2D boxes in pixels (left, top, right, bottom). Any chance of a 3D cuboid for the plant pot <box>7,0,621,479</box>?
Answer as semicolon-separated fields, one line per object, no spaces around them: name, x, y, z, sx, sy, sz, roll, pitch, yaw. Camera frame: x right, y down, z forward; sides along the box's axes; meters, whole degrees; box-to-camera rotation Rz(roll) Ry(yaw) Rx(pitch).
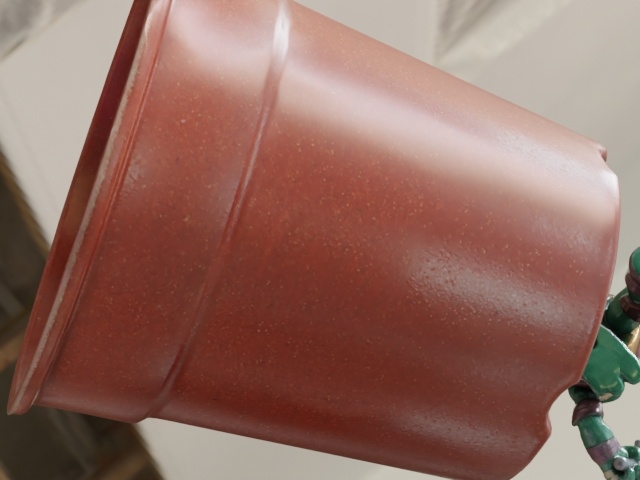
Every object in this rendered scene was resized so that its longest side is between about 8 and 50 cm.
plant pot;0.000;0.000;0.916;0.272;0.265;0.272;-162;90;-79

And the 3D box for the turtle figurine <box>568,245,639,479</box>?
turtle figurine;0.222;0.090;1.245;0.234;0.118;0.175;70;-141;-68
